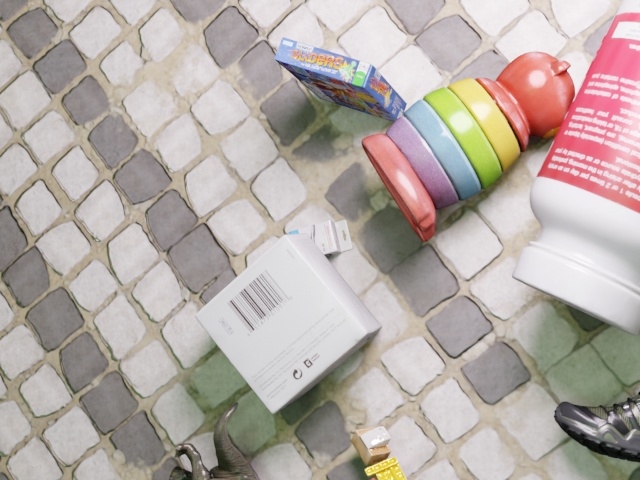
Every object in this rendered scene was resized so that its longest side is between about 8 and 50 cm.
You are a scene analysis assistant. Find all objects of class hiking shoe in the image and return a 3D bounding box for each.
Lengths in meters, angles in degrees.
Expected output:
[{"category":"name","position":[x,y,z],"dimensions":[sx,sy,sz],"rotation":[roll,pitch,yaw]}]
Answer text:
[{"category":"hiking shoe","position":[0.421,0.229,1.388],"dimensions":[0.227,0.086,0.114],"rotation":[13,73,13]}]

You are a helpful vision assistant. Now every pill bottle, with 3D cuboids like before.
[{"category":"pill bottle","position":[0.407,-0.099,1.348],"dimensions":[0.229,0.229,0.407],"rotation":[26,91,19]}]

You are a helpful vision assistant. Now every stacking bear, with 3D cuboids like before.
[{"category":"stacking bear","position":[0.217,-0.149,1.463],"dimensions":[0.289,0.175,0.164],"rotation":[-33,81,1]}]

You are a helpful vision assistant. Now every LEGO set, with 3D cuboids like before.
[{"category":"LEGO set","position":[0.151,0.372,1.457],"dimensions":[0.287,0.107,0.132],"rotation":[22,55,24]}]

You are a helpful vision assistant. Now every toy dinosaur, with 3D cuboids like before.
[{"category":"toy dinosaur","position":[-0.155,0.386,1.543],"dimensions":[0.160,0.121,0.313],"rotation":[24,86,7]}]

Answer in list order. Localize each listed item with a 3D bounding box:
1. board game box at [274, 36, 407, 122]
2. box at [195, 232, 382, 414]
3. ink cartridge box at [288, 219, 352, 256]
[{"category":"board game box","position":[0.033,-0.221,1.500],"dimensions":[0.136,0.201,0.035],"rotation":[20,89,19]},{"category":"box","position":[-0.043,0.114,1.507],"dimensions":[0.181,0.119,0.182],"rotation":[-42,82,12]},{"category":"ink cartridge box","position":[0.000,0.000,1.572],"dimensions":[0.083,0.028,0.048],"rotation":[-16,79,15]}]
